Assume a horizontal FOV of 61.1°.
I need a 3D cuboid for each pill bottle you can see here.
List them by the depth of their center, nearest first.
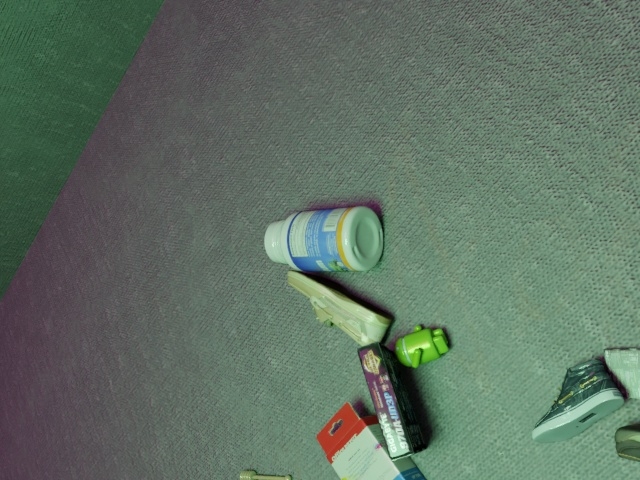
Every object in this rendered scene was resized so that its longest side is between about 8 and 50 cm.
[{"bbox_3d":[0.000,0.000,1.303,0.272,0.152,0.152,-3,80,39],"label":"pill bottle"}]

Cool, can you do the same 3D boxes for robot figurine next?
[{"bbox_3d":[0.208,0.225,1.139,0.115,0.101,0.067,-22,111,19],"label":"robot figurine"}]

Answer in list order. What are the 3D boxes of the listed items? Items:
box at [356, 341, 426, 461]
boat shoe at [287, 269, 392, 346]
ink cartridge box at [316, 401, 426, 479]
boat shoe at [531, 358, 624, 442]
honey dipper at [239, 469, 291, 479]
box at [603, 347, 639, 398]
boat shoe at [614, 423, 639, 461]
[{"bbox_3d":[0.147,0.326,1.106,0.051,0.175,0.220,-22,67,11],"label":"box"},{"bbox_3d":[0.026,0.158,1.285,0.302,0.109,0.098,27,97,33],"label":"boat shoe"},{"bbox_3d":[0.107,0.477,1.174,0.134,0.078,0.231,-52,54,18],"label":"ink cartridge box"},{"bbox_3d":[0.441,0.286,0.958,0.183,0.065,0.083,-49,29,34],"label":"boat shoe"},{"bbox_3d":[-0.139,0.603,1.382,0.161,0.030,0.030,-15,72,34],"label":"honey dipper"},{"bbox_3d":[0.524,0.226,0.923,0.067,0.018,0.083,-11,75,37],"label":"box"},{"bbox_3d":[0.606,0.357,0.761,0.355,0.132,0.130,6,85,41],"label":"boat shoe"}]
